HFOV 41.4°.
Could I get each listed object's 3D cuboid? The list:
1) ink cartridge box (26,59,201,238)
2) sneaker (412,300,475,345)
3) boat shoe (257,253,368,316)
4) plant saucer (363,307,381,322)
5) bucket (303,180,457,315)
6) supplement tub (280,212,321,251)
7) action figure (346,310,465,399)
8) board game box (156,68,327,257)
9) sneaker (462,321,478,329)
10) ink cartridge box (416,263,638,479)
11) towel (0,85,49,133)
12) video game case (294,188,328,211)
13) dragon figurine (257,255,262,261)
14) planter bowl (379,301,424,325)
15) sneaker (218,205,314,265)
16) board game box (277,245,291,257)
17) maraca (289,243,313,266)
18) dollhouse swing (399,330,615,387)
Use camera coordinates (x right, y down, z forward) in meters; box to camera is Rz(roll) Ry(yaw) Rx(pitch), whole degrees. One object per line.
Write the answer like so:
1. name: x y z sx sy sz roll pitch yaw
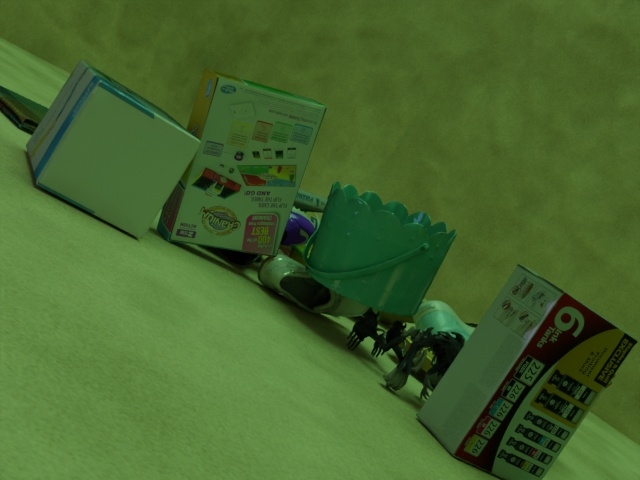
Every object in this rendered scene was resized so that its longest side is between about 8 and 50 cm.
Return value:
1. ink cartridge box: -0.367 -0.165 1.467 0.198 0.197 0.270 31 5 -29
2. sneaker: 0.360 0.300 2.175 0.366 0.135 0.150 35 32 -37
3. boat shoe: 0.002 0.112 1.733 0.277 0.098 0.096 18 12 -33
4. plant saucer: 0.079 0.099 2.075 0.241 0.037 0.241 53 -10 13
5. bucket: 0.110 0.016 1.654 0.281 0.183 0.281 21 9 -3
6. supplement tub: -0.090 -0.041 2.372 0.199 0.144 0.144 28 7 -43
7. action figure: 0.184 0.220 1.546 0.164 0.141 0.275 32 -11 -40
8. board game box: -0.148 -0.137 1.596 0.242 0.316 0.064 11 16 -35
9. sneaker: 0.392 0.276 2.451 0.180 0.125 0.321 16 -15 12
10. ink cartridge box: 0.364 0.242 1.408 0.272 0.309 0.130 30 6 -30
11. towel: -0.571 -0.242 1.927 0.271 0.040 0.370 35 7 41
12. video game case: -0.179 -0.106 1.956 0.329 0.036 0.300 4 -3 23
13. dragon figurine: -0.154 -0.007 1.950 0.144 0.085 0.289 31 3 -13
14. planter bowl: 0.184 0.162 2.277 0.217 0.090 0.217 39 18 -15
15. sneaker: -0.141 -0.006 1.781 0.293 0.102 0.146 11 47 -29
16. board game box: 0.011 0.101 2.295 0.281 0.027 0.145 29 5 -38
17. maraca: -0.009 0.076 2.020 0.186 0.099 0.127 51 -5 -36
18. dollhouse swing: 0.393 0.249 1.824 0.347 0.315 0.305 25 29 -57
